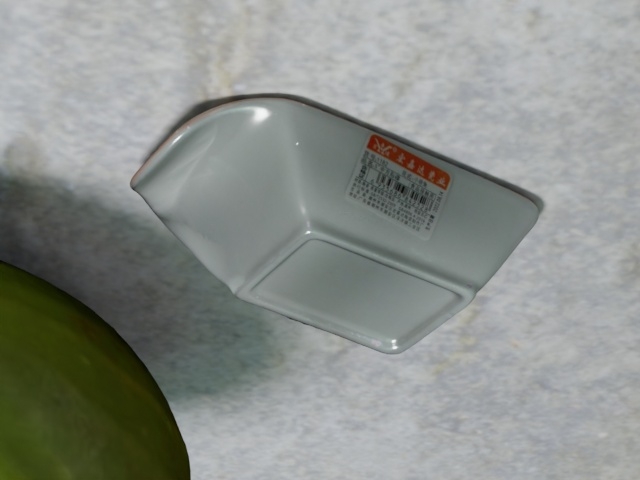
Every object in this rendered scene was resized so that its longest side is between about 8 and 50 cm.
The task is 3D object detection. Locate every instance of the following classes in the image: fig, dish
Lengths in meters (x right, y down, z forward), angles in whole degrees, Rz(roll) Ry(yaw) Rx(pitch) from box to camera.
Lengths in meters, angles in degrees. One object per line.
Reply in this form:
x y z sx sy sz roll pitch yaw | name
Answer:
-0.237 0.140 1.210 0.316 0.316 0.316 2 145 2 | fig
0.000 0.000 1.175 0.234 0.064 0.154 22 142 -23 | dish
